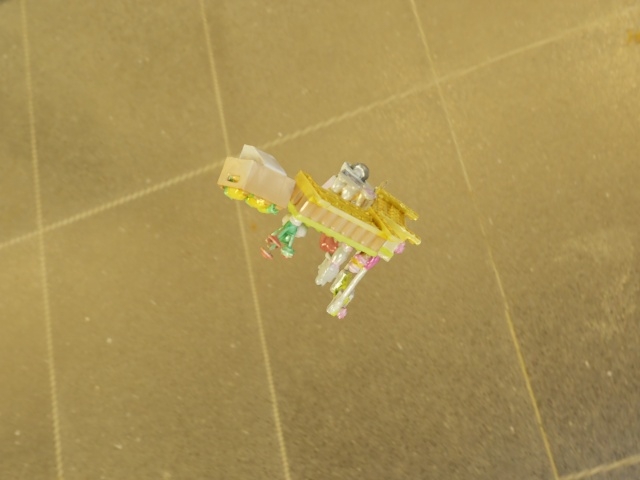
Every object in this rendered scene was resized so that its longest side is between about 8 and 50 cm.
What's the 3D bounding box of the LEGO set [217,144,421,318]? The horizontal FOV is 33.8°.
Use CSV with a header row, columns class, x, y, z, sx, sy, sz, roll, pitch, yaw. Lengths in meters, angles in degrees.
class,x,y,z,sx,sy,sz,roll,pitch,yaw
LEGO set,0.000,0.000,0.917,0.132,0.287,0.107,42,106,15
